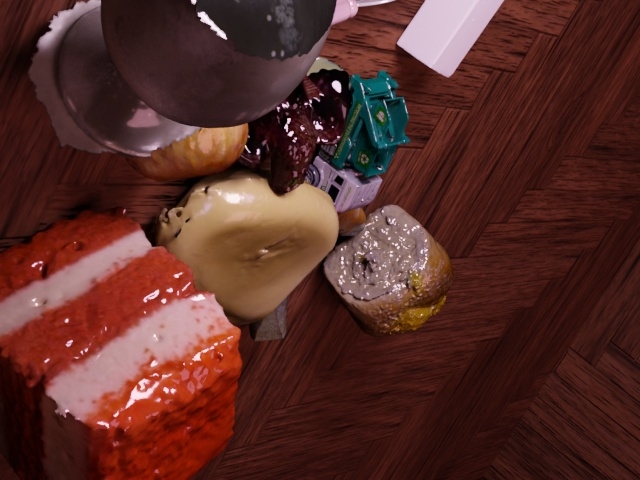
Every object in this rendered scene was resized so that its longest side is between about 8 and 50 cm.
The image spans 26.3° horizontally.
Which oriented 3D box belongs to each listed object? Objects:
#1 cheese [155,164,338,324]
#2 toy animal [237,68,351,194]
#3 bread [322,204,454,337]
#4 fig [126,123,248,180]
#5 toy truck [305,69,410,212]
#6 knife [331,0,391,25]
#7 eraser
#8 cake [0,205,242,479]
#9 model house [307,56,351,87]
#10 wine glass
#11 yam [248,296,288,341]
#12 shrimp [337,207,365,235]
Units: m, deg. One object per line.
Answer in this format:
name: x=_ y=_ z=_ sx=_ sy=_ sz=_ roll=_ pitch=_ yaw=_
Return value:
cheese: x=-0.114 y=-0.003 z=1.977 sx=0.259 sy=0.128 sz=0.316 roll=-48 pitch=146 yaw=4
toy animal: x=-0.053 y=-0.160 z=1.866 sx=0.219 sy=0.116 sz=0.179 roll=-23 pitch=138 yaw=-32
bread: x=0.126 y=0.067 z=2.369 sx=0.195 sy=0.176 sz=0.246 roll=-45 pitch=156 yaw=-4
fig: x=-0.185 y=-0.191 z=1.656 sx=0.159 sy=0.159 sz=0.257 roll=-34 pitch=127 yaw=-29
toy truck: x=0.060 y=-0.143 z=2.077 sx=0.110 sy=0.116 sz=0.216 roll=-15 pitch=137 yaw=-49
knife: x=0.064 y=-0.335 z=1.890 sx=0.336 sy=0.081 sz=0.043 roll=-28 pitch=116 yaw=-40
eraser: x=0.239 y=-0.395 z=2.076 sx=0.298 sy=0.078 sz=0.076 roll=-55 pitch=153 yaw=10
cake: x=-0.280 y=0.168 z=1.729 sx=0.270 sy=0.319 sz=0.269 roll=-31 pitch=146 yaw=-32
model house: x=0.006 y=-0.207 z=1.957 sx=0.066 sy=0.079 sz=0.083 roll=-37 pitch=151 yaw=-22
wine glass: x=-0.137 y=-0.216 z=1.419 sx=0.238 sy=0.238 sz=0.323 roll=-30 pitch=-179 yaw=-35
yam: x=-0.084 y=0.097 z=2.219 sx=0.068 sy=0.068 sz=0.169 roll=-33 pitch=147 yaw=-30
shrimp: x=0.000 y=0.000 z=2.247 sx=0.166 sy=0.049 sz=0.161 roll=-54 pitch=150 yaw=11
